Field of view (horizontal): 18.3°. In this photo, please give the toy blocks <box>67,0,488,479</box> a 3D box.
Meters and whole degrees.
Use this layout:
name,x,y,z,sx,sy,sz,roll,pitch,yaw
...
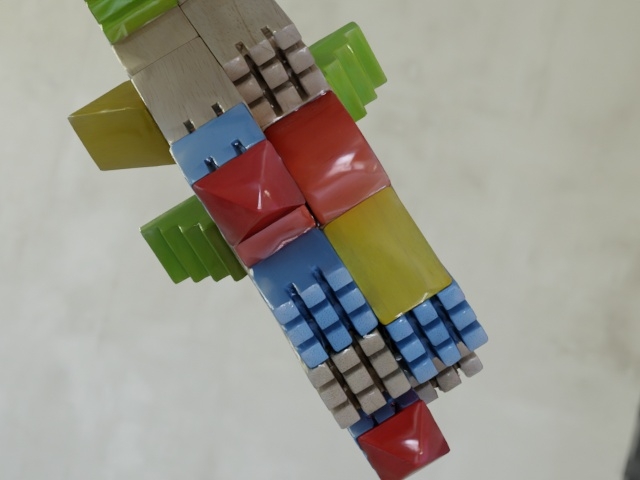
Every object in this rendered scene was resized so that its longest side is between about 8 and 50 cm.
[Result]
name,x,y,z,sx,sy,sz,roll,pitch,yaw
toy blocks,0.000,0.000,1.199,0.381,0.191,0.261,59,-2,-34
